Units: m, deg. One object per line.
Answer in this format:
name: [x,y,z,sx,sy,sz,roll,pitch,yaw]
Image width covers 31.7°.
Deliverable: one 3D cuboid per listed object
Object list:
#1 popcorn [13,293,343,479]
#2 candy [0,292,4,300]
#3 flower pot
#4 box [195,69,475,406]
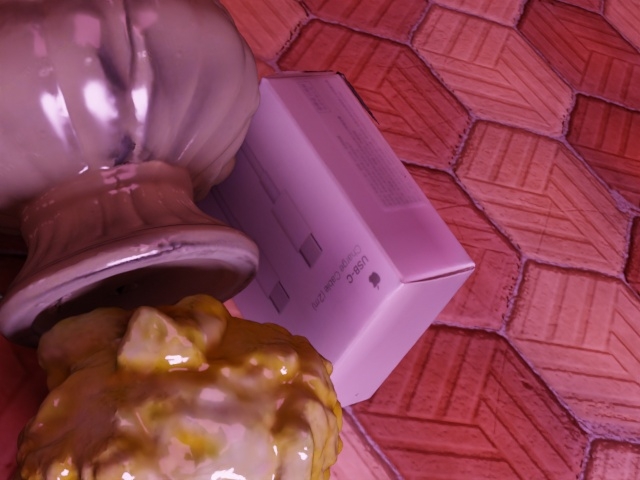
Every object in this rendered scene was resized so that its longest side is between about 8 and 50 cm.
popcorn: [-0.098,0.153,0.845,0.256,0.195,0.255,-24,59,-25]
candy: [-0.323,0.004,0.959,0.202,0.061,0.061,41,40,-3]
flower pot: [-0.183,-0.055,0.931,0.307,0.307,0.244,-3,68,-36]
box: [0.000,0.000,1.049,0.106,0.203,0.252,-10,57,-41]
